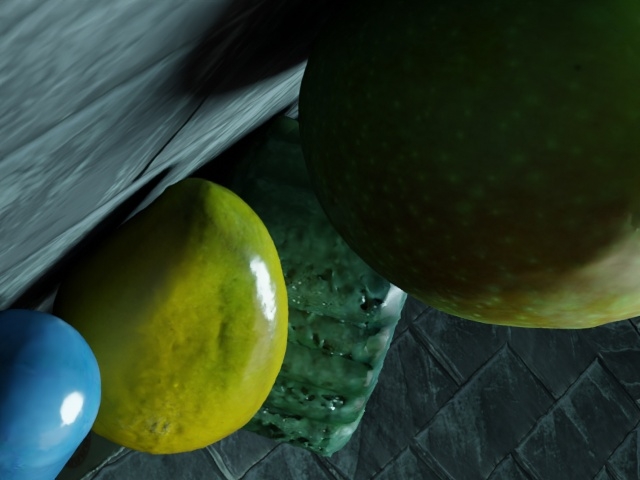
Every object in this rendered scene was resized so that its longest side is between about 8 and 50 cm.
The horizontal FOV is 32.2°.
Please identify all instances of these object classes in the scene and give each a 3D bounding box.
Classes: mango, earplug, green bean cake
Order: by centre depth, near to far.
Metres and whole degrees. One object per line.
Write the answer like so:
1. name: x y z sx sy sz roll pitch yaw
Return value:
1. mango: 0.094 -0.073 0.590 0.225 0.201 0.382 -18 -161 -7
2. earplug: -0.230 0.128 0.781 0.132 0.132 0.273 -40 178 -35
3. mango: -0.112 0.066 0.829 0.317 0.177 0.119 -60 -178 47
4. green bean cake: 0.000 0.000 1.024 0.300 0.169 0.307 103 4 -48

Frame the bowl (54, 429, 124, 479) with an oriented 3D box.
1. bowl: -0.211 0.121 1.237 0.337 0.157 0.337 -39 -178 1
